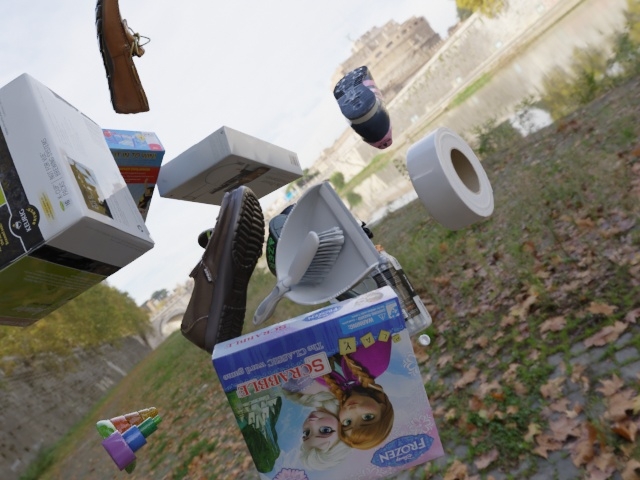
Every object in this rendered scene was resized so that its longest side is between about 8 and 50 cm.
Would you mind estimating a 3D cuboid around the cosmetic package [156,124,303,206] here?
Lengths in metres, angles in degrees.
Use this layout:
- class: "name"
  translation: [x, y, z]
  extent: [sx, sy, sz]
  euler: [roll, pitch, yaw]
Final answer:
- class: "cosmetic package"
  translation: [-0.270, -0.207, 1.433]
  extent: [0.285, 0.097, 0.377]
  euler: [-22, -12, 26]

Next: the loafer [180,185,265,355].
- class: "loafer"
  translation: [-0.217, 0.051, 0.970]
  extent: [0.134, 0.130, 0.365]
  euler: [51, -133, -62]

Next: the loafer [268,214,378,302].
- class: "loafer"
  translation: [-0.008, 0.055, 0.961]
  extent: [0.096, 0.268, 0.084]
  euler: [-44, -12, -41]

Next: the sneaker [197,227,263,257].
- class: "sneaker"
  translation: [-0.290, 0.026, 1.415]
  extent: [0.235, 0.084, 0.097]
  euler: [9, 40, 21]

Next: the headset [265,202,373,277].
- class: "headset"
  translation: [0.000, 0.000, 1.444]
  extent: [0.394, 0.185, 0.243]
  euler: [-19, -60, -52]

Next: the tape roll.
- class: "tape roll"
  translation: [0.368, -0.173, 1.297]
  extent: [0.100, 0.286, 0.286]
  euler: [-31, 9, 38]

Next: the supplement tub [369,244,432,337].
- class: "supplement tub"
  translation: [0.218, 0.185, 1.557]
  extent: [0.194, 0.315, 0.193]
  euler: [-27, -13, -7]

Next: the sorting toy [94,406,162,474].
- class: "sorting toy"
  translation: [-0.398, 0.409, 1.001]
  extent: [0.126, 0.127, 0.365]
  euler: [-35, -2, -31]

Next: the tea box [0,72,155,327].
- class: "tea box"
  translation: [-0.557, -0.061, 0.873]
  extent: [0.324, 0.328, 0.220]
  euler: [-31, -18, 2]

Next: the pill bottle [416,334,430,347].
- class: "pill bottle"
  translation: [0.405, 0.401, 1.829]
  extent: [0.043, 0.043, 0.083]
  euler: [-42, -16, -14]

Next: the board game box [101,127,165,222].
- class: "board game box"
  translation: [-0.601, -0.147, 1.213]
  extent: [0.309, 0.086, 0.301]
  euler: [-6, -41, -41]

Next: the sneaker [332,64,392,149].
- class: "sneaker"
  translation: [0.109, -0.331, 1.157]
  extent: [0.112, 0.131, 0.318]
  euler: [-28, 34, 21]

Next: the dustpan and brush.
- class: "dustpan and brush"
  translation: [-0.028, 0.044, 0.599]
  extent: [0.061, 0.147, 0.211]
  euler: [-3, -42, -38]

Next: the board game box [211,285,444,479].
- class: "board game box"
  translation: [0.020, 0.278, 0.799]
  extent: [0.319, 0.317, 0.066]
  euler: [-19, 13, -2]

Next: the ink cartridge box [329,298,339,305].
- class: "ink cartridge box"
  translation: [0.065, 0.146, 1.235]
  extent: [0.083, 0.048, 0.028]
  euler: [-37, -19, 15]

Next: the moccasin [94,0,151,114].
- class: "moccasin"
  translation: [-0.606, -0.588, 1.439]
  extent: [0.147, 0.379, 0.139]
  euler: [-14, 21, -25]
